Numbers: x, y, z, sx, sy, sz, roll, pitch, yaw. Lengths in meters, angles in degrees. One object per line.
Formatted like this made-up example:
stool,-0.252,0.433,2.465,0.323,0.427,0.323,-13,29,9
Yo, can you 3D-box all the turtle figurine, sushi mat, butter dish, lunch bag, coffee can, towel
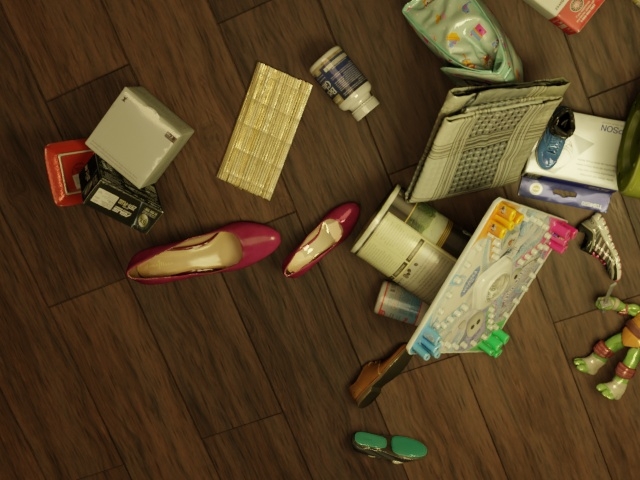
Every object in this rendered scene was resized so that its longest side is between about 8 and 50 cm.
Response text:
turtle figurine,0.706,0.233,1.759,0.198,0.275,0.266,36,114,15
sushi mat,-0.142,-0.268,1.870,0.152,0.019,0.316,22,104,2
butter dish,-0.636,-0.174,1.912,0.118,0.160,0.159,2,104,45
lunch bag,0.327,-0.420,1.627,0.160,0.223,0.262,-42,71,15
coffee can,0.237,0.022,1.785,0.275,0.201,0.201,35,105,-1
towel,0.363,-0.210,1.639,0.312,0.056,0.324,-10,143,-22

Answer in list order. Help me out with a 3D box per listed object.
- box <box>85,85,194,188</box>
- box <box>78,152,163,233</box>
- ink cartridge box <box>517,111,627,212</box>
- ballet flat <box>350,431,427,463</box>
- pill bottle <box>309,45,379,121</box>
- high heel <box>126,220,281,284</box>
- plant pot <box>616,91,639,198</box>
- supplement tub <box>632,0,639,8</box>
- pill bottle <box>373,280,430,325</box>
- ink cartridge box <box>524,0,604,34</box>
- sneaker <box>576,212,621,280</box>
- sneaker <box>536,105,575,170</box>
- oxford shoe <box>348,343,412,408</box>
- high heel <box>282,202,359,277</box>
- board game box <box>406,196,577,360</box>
box,-0.446,-0.257,1.863,0.181,0.119,0.182,41,105,-2
box,-0.492,-0.116,1.849,0.180,0.147,0.077,30,109,-36
ink cartridge box,0.599,-0.188,1.768,0.224,0.045,0.223,11,104,6
ballet flat,0.179,0.553,1.988,0.203,0.074,0.074,10,104,-1
pill bottle,0.060,-0.368,1.779,0.094,0.094,0.169,-40,94,14
high heel,-0.290,0.044,1.876,0.378,0.181,0.127,-15,100,11
plant pot,0.834,-0.183,1.583,0.353,0.366,0.366,11,104,10
supplement tub,0.773,-0.529,1.616,0.200,0.144,0.144,43,105,-3
pill bottle,0.220,0.163,1.879,0.160,0.087,0.087,17,104,5
ink cartridge box,0.514,-0.615,1.649,0.273,0.114,0.197,37,105,0
sneaker,0.664,0.022,1.799,0.075,0.063,0.170,-22,94,12
sneaker,0.532,-0.230,1.701,0.058,0.084,0.152,20,103,6
oxford shoe,0.153,0.333,1.940,0.212,0.076,0.076,-44,53,5
high heel,0.000,0.000,1.858,0.244,0.117,0.082,-38,95,14
board game box,0.402,0.106,1.707,0.050,0.390,0.389,39,108,35
